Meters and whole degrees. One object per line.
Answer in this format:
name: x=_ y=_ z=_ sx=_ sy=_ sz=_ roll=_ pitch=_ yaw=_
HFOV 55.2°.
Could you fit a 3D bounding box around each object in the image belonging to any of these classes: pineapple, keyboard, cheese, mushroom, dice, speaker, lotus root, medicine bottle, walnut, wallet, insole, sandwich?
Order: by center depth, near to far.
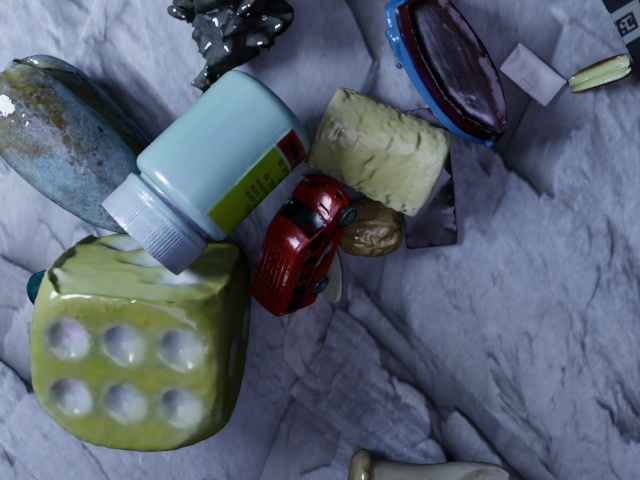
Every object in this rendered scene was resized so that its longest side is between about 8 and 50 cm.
pineapple: x=-0.112 y=-0.335 z=0.699 sx=0.223 sy=0.223 sz=0.357 roll=-1 pitch=125 yaw=4
medicine bottle: x=-0.132 y=-0.080 z=0.724 sx=0.225 sy=0.139 sz=0.139 roll=-46 pitch=101 yaw=-8
sandwich: x=0.364 y=-0.216 z=0.783 sx=0.044 sy=0.083 sz=0.031 roll=-30 pitch=102 yaw=-34
cheese: x=0.074 y=-0.115 z=0.791 sx=0.167 sy=0.094 sz=0.123 roll=25 pitch=103 yaw=3
lotus root: x=-0.292 y=-0.096 z=0.798 sx=0.140 sy=0.158 sz=0.322 roll=-38 pitch=111 yaw=16
wallet: x=0.278 y=-0.216 z=0.801 sx=0.083 sy=0.011 sz=0.044 roll=37 pitch=106 yaw=-9
dice: x=-0.224 y=0.123 z=0.819 sx=0.238 sy=0.233 sz=0.227 roll=6 pitch=108 yaw=2
walnut: x=0.066 y=-0.017 z=0.842 sx=0.096 sy=0.082 sz=0.079 roll=2 pitch=79 yaw=4
keyboard: x=0.146 y=-0.084 z=0.849 sx=0.074 sy=0.015 sz=0.196 roll=-6 pitch=107 yaw=9
insole: x=0.000 y=0.000 z=0.867 sx=0.063 sy=0.010 sz=0.192 roll=3 pitch=112 yaw=47
speaker: x=-0.380 y=0.078 z=0.913 sx=0.075 sy=0.060 sz=0.094 roll=-18 pitch=141 yaw=8
mushroom: x=0.165 y=0.390 z=0.955 sx=0.247 sy=0.096 sz=0.108 roll=5 pitch=133 yaw=5

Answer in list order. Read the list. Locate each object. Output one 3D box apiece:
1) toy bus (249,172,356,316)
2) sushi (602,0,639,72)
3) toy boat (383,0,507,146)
toy bus: x=-0.028 y=0.006 z=0.815 sx=0.081 sy=0.089 sz=0.195 roll=40 pitch=129 yaw=25
sushi: x=0.465 y=-0.273 z=0.753 sx=0.192 sy=0.050 sz=0.215 roll=-35 pitch=110 yaw=13
toy boat: x=0.158 y=-0.210 z=0.767 sx=0.100 sy=0.097 sz=0.223 roll=-35 pitch=102 yaw=-2
